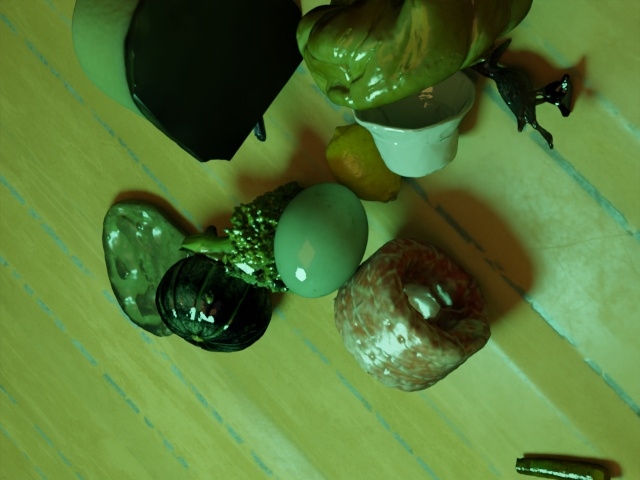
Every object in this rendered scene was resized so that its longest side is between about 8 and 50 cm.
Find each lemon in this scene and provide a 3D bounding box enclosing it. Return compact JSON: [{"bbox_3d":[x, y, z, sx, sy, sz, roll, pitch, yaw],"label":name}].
[{"bbox_3d":[0.074,-0.127,1.918,0.114,0.114,0.155,-30,99,42],"label":"lemon"}]

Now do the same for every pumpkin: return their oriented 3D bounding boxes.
[{"bbox_3d":[-0.200,0.120,2.189,0.220,0.162,0.220,20,153,11],"label":"pumpkin"}]

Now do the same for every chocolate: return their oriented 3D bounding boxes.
[{"bbox_3d":[-0.245,-0.344,1.944,0.297,0.314,0.326,25,167,49],"label":"chocolate"}]

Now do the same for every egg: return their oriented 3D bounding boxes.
[{"bbox_3d":[0.000,0.000,1.883,0.149,0.149,0.192,23,92,26],"label":"egg"}]

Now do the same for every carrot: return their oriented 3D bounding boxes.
[{"bbox_3d":[0.409,0.392,1.971,0.171,0.042,0.042,-1,111,38],"label":"carrot"}]

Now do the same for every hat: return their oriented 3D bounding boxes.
[{"bbox_3d":[0.149,-0.179,1.813,0.203,0.203,0.126,14,135,31],"label":"hat"}]

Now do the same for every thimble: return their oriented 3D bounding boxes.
[{"bbox_3d":[0.153,0.121,1.904,0.239,0.239,0.162,48,129,7],"label":"thimble"}]

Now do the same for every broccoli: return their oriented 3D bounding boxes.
[{"bbox_3d":[-0.104,-0.024,2.045,0.273,0.242,0.180,20,101,21],"label":"broccoli"}]

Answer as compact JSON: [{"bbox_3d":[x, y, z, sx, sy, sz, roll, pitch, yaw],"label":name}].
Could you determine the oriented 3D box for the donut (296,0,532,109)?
[{"bbox_3d":[0.128,-0.326,1.637,0.360,0.360,0.170,-14,117,40],"label":"donut"}]

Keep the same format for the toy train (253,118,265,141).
[{"bbox_3d":[-0.114,-0.215,2.078,0.017,0.017,0.083,5,115,36],"label":"toy train"}]

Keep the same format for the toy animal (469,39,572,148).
[{"bbox_3d":[0.296,-0.225,1.733,0.202,0.070,0.105,40,87,24],"label":"toy animal"}]

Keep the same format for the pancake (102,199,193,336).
[{"bbox_3d":[-0.341,0.058,2.364,0.294,0.049,0.294,15,116,32],"label":"pancake"}]
